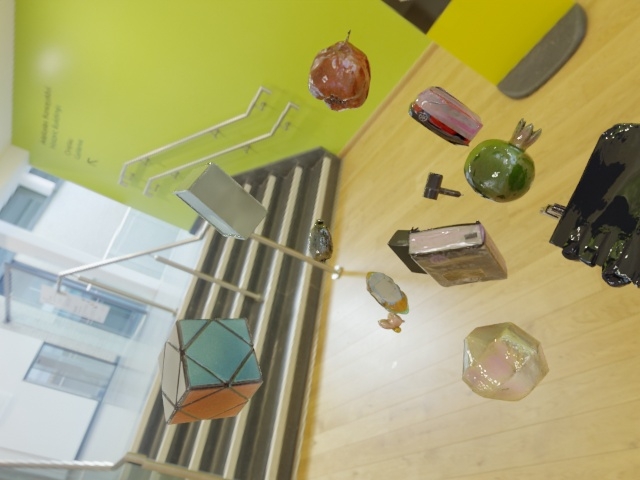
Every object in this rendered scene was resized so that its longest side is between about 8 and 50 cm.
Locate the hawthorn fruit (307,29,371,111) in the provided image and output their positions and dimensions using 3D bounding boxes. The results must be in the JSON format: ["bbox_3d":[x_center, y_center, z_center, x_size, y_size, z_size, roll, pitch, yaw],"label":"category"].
[{"bbox_3d":[0.066,-0.543,1.465,0.207,0.208,0.243,-179,100,-69],"label":"hawthorn fruit"}]

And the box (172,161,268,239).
[{"bbox_3d":[-0.313,-0.122,1.444,0.117,0.225,0.225,-54,25,-15],"label":"box"}]

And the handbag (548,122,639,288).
[{"bbox_3d":[0.645,-0.068,0.949,0.303,0.122,0.329,-105,37,-76],"label":"handbag"}]

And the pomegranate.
[{"bbox_3d":[0.495,-0.211,1.241,0.225,0.187,0.187,-61,20,20],"label":"pomegranate"}]

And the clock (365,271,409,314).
[{"bbox_3d":[0.248,0.197,1.742,0.103,0.144,0.231,-38,57,-6],"label":"clock"}]

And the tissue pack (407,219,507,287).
[{"bbox_3d":[0.490,0.056,1.640,0.260,0.361,0.121,-9,63,29],"label":"tissue pack"}]

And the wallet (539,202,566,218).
[{"bbox_3d":[0.779,-0.082,1.488,0.042,0.124,0.230,-68,-15,9],"label":"wallet"}]

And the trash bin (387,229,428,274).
[{"bbox_3d":[0.475,0.063,2.368,0.115,0.225,0.165,-51,27,-23],"label":"trash bin"}]

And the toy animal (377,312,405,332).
[{"bbox_3d":[0.308,0.348,2.039,0.091,0.115,0.081,-111,40,-74],"label":"toy animal"}]

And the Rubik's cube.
[{"bbox_3d":[-0.301,0.345,1.250,0.207,0.205,0.204,-58,42,37],"label":"Rubik's cube"}]

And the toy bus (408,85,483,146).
[{"bbox_3d":[0.530,-0.526,1.968,0.147,0.303,0.127,-52,9,37],"label":"toy bus"}]

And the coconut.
[{"bbox_3d":[0.510,0.341,1.324,0.197,0.237,0.236,85,-168,-54],"label":"coconut"}]

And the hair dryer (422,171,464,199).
[{"bbox_3d":[0.592,-0.242,2.202,0.071,0.219,0.124,-140,63,-65],"label":"hair dryer"}]

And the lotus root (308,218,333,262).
[{"bbox_3d":[-0.001,-0.001,1.565,0.088,0.088,0.165,-35,54,55],"label":"lotus root"}]
